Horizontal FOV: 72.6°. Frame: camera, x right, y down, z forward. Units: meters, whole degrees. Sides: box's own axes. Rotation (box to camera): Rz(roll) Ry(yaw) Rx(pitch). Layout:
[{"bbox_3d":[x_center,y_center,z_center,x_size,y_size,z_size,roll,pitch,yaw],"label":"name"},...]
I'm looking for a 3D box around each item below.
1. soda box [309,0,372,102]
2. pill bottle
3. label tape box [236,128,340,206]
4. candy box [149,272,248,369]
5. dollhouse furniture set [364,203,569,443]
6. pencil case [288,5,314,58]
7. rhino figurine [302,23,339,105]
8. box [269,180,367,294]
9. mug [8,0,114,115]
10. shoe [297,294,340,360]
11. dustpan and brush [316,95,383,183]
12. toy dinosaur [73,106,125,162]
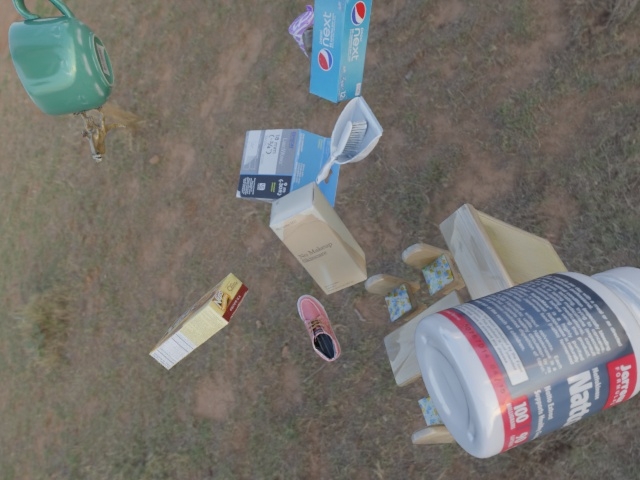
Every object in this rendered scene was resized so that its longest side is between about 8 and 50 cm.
[{"bbox_3d":[0.034,-0.351,0.738,0.071,0.067,0.210,33,134,33],"label":"soda box"},{"bbox_3d":[0.177,0.084,0.341,0.180,0.108,0.107,-17,63,-9],"label":"pill bottle"},{"bbox_3d":[-0.107,-0.245,1.460,0.334,0.106,0.240,6,86,30],"label":"label tape box"},{"bbox_3d":[-0.381,0.255,1.375,0.316,0.183,0.087,-39,103,27],"label":"candy box"},{"bbox_3d":[0.245,0.147,0.841,0.394,0.257,0.362,-46,42,36],"label":"dollhouse furniture set"},{"bbox_3d":[0.004,-0.523,1.191,0.088,0.206,0.086,-49,41,0],"label":"pencil case"},{"bbox_3d":[0.021,-0.444,1.110,0.106,0.243,0.073,-3,56,10],"label":"rhino figurine"},{"bbox_3d":[0.000,0.000,1.250,0.148,0.311,0.121,-25,36,20],"label":"box"},{"bbox_3d":[-0.366,-0.263,0.628,0.098,0.157,0.129,-11,59,-7],"label":"mug"},{"bbox_3d":[-0.005,0.213,1.074,0.064,0.081,0.177,-28,80,-1],"label":"shoe"},{"bbox_3d":[0.049,-0.208,0.999,0.211,0.060,0.147,-63,37,42],"label":"dustpan and brush"},{"bbox_3d":[-0.457,-0.225,0.893,0.053,0.092,0.183,-8,40,-2],"label":"toy dinosaur"}]
